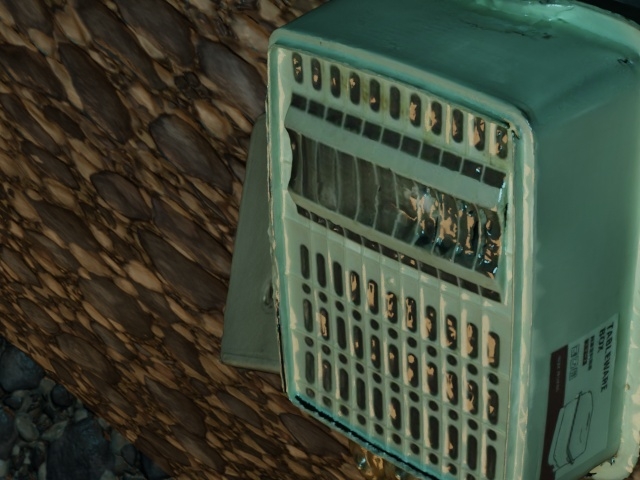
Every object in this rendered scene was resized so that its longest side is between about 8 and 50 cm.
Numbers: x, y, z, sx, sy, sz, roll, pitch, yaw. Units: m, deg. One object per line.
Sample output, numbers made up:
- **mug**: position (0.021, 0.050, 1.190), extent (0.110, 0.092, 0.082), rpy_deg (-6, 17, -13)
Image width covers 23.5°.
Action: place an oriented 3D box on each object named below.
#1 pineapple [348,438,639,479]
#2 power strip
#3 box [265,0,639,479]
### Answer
- **pineapple**: position (0.177, 0.099, 1.053), extent (0.362, 0.202, 0.202), rpy_deg (-13, 127, 45)
- **power strip**: position (0.000, 0.000, 1.139), extent (0.064, 0.213, 0.198), rpy_deg (11, 175, -25)
- **box**: position (0.089, -0.009, 0.859), extent (0.220, 0.166, 0.290), rpy_deg (24, 129, 36)
